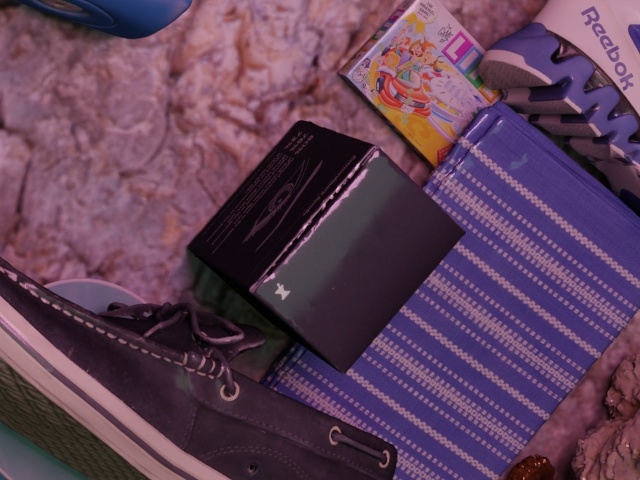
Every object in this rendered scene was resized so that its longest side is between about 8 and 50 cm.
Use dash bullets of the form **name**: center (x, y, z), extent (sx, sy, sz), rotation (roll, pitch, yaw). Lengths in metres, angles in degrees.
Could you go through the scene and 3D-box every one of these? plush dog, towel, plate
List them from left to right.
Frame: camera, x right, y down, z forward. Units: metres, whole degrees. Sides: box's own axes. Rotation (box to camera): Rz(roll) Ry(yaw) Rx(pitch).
- **plate**: center (-0.203, 0.125, 1.569), extent (0.188, 0.024, 0.188), rotation (0, 90, -27)
- **towel**: center (0.131, 0.070, 1.657), extent (0.243, 0.040, 0.336), rotation (36, 97, -22)
- **plush dog**: center (0.274, 0.249, 1.645), extent (0.225, 0.262, 0.210), rotation (-48, 154, 22)

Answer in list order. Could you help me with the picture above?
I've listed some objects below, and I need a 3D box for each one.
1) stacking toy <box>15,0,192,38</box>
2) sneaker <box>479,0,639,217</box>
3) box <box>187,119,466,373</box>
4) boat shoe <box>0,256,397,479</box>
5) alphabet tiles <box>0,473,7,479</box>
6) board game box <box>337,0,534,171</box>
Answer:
- **stacking toy**: center (-0.160, -0.322, 1.456), extent (0.166, 0.175, 0.302), rotation (18, 83, -23)
- **sneaker**: center (0.299, -0.131, 1.631), extent (0.315, 0.127, 0.182), rotation (39, 79, -27)
- **box**: center (0.000, 0.000, 1.524), extent (0.108, 0.207, 0.153), rotation (43, 86, -20)
- **boat shoe**: center (-0.129, 0.119, 1.497), extent (0.500, 0.187, 0.156), rotation (36, 70, -27)
- **alphabet tiles**: center (-0.314, 0.261, 1.577), extent (0.284, 0.021, 0.278), rotation (-23, 106, -12)
- **board game box**: center (0.103, -0.129, 1.628), extent (0.154, 0.026, 0.103), rotation (44, 86, -20)
